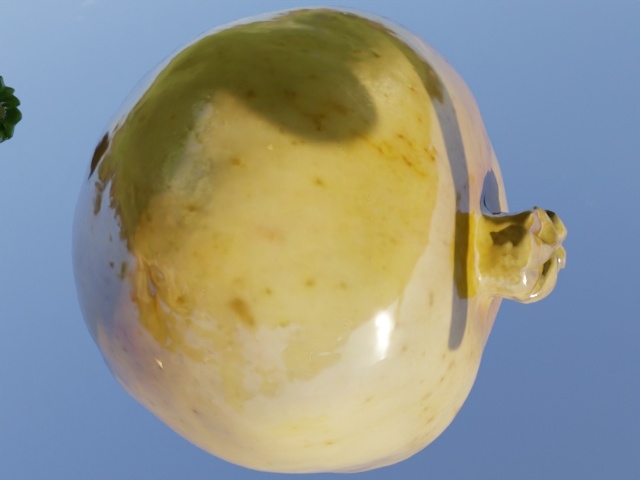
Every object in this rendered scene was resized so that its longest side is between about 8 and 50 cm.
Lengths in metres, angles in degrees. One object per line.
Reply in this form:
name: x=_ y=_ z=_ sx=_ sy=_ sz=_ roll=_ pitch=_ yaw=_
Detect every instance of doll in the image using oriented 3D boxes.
doll: x=-0.353 y=-0.109 z=0.729 sx=0.113 sy=0.078 sz=0.077 roll=-24 pitch=-156 yaw=26

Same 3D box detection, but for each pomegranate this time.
pomegranate: x=0.000 y=0.000 z=0.643 sx=0.411 sy=0.411 sz=0.411 roll=-7 pitch=-133 yaw=8
